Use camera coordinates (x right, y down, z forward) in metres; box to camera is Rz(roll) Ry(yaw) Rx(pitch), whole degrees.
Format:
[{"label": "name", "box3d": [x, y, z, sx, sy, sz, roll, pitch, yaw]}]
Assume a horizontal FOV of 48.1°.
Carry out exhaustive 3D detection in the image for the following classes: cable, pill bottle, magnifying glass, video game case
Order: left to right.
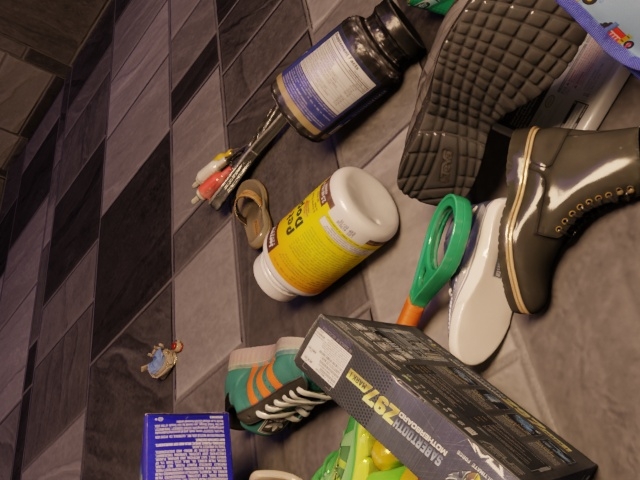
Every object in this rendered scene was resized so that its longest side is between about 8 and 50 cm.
[{"label": "cable", "box3d": [-0.151, -0.164, 1.338, 0.287, 0.072, 0.140, -45, 22, 33]}, {"label": "pill bottle", "box3d": [0.000, 0.000, 1.007, 0.215, 0.117, 0.117, -40, 43, 35]}, {"label": "pill bottle", "box3d": [0.042, -0.255, 1.075, 0.219, 0.122, 0.123, -35, 44, 21]}, {"label": "magnifying glass", "box3d": [0.121, 0.051, 0.829, 0.092, 0.026, 0.231, -91, 18, -58]}, {"label": "video game case", "box3d": [0.277, -0.198, 0.821, 0.191, 0.022, 0.173, -62, 34, 11]}]

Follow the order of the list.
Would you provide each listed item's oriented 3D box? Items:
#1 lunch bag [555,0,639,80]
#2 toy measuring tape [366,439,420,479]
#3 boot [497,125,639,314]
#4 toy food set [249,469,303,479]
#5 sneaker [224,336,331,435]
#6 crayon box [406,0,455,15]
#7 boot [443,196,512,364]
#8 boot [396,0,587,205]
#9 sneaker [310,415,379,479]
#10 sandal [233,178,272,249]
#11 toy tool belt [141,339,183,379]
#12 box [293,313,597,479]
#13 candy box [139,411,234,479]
[{"label": "lunch bag", "box3d": [0.312, -0.231, 0.544, 0.221, 0.293, 0.138, -41, 42, 35]}, {"label": "toy measuring tape", "box3d": [0.161, 0.298, 0.649, 0.121, 0.121, 0.330, -55, 52, 19]}, {"label": "boot", "box3d": [0.256, -0.022, 0.716, 0.136, 0.076, 0.198, 0, 86, 35]}, {"label": "toy food set", "box3d": [-0.023, 0.416, 0.722, 0.220, 0.092, 0.306, 100, 151, -42]}, {"label": "sneaker", "box3d": [-0.042, 0.204, 0.971, 0.302, 0.108, 0.121, -25, 53, 56]}, {"label": "crayon box", "box3d": [0.194, -0.429, 0.904, 0.278, 0.081, 0.166, 122, 162, -75]}, {"label": "boot", "box3d": [0.170, 0.045, 0.804, 0.086, 0.069, 0.190, -5, 61, 63]}, {"label": "boot", "box3d": [0.172, -0.219, 0.785, 0.338, 0.118, 0.223, 123, 165, -49]}, {"label": "sneaker", "box3d": [0.041, 0.256, 0.813, 0.123, 0.109, 0.296, 3, 75, 51]}, {"label": "sandal", "box3d": [-0.128, -0.055, 1.276, 0.072, 0.049, 0.180, -50, 34, 25]}, {"label": "toy tool belt", "box3d": [-0.302, 0.222, 1.363, 0.083, 0.051, 0.052, -57, 35, 16]}, {"label": "box", "box3d": [0.113, 0.156, 0.649, 0.232, 0.183, 0.059, 37, 104, 35]}, {"label": "candy box", "box3d": [-0.173, 0.426, 0.919, 0.268, 0.122, 0.317, 106, 160, -45]}]
